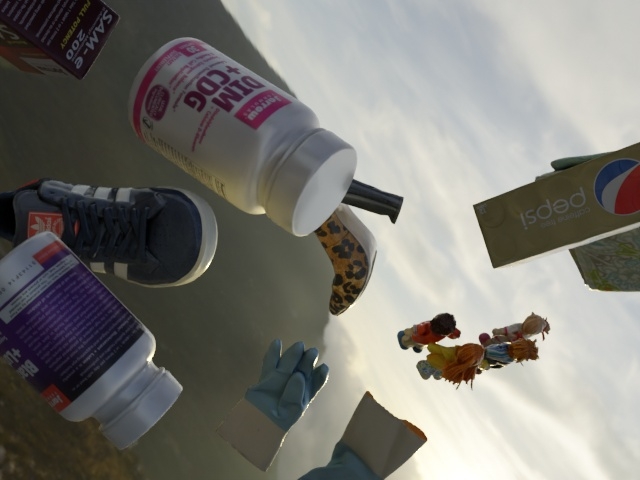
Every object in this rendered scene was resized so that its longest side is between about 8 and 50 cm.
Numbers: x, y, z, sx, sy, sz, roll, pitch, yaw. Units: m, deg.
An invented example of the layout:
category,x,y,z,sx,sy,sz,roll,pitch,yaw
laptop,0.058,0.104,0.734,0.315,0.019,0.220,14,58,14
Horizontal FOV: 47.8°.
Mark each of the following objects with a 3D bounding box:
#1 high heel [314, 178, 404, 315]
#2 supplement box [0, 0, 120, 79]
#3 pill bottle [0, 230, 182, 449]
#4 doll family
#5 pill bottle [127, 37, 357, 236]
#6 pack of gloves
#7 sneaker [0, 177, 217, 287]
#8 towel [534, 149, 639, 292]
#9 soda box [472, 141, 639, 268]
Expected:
category,x,y,z,sx,sy,sz,roll,pitch,yaw
high heel,0.000,0.000,1.121,0.093,0.186,0.261,-72,-178,-54
supplement box,-0.298,-0.230,0.583,0.130,0.073,0.239,17,-13,42
pill bottle,-0.221,0.095,0.660,0.193,0.108,0.108,47,-4,-7
doll family,0.258,0.181,1.151,0.163,0.262,0.118,135,-47,-61
pill bottle,-0.102,-0.135,0.951,0.283,0.160,0.160,34,-14,19
pack of gloves,-0.002,0.216,0.844,0.195,0.046,0.232,39,-50,9
sneaker,-0.288,-0.012,0.897,0.148,0.350,0.131,5,89,-54
towel,0.595,-0.032,1.240,0.374,0.090,0.320,-4,-40,38
soda box,0.225,-0.032,0.601,0.058,0.181,0.061,0,71,-60
